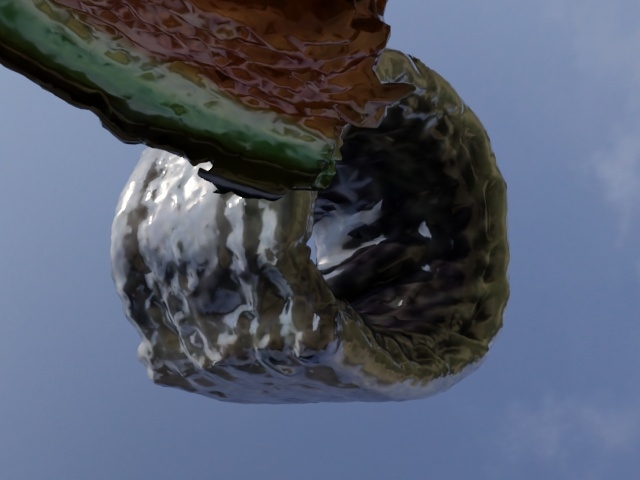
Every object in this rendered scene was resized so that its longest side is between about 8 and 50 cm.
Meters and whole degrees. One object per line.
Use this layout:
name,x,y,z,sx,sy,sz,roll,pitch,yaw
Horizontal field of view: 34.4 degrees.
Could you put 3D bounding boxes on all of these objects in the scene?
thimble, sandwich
thimble,0.000,0.000,0.646,0.245,0.157,0.217,-32,-74,-52
sandwich,-0.038,-0.168,0.397,0.250,0.301,0.162,24,-121,-18
